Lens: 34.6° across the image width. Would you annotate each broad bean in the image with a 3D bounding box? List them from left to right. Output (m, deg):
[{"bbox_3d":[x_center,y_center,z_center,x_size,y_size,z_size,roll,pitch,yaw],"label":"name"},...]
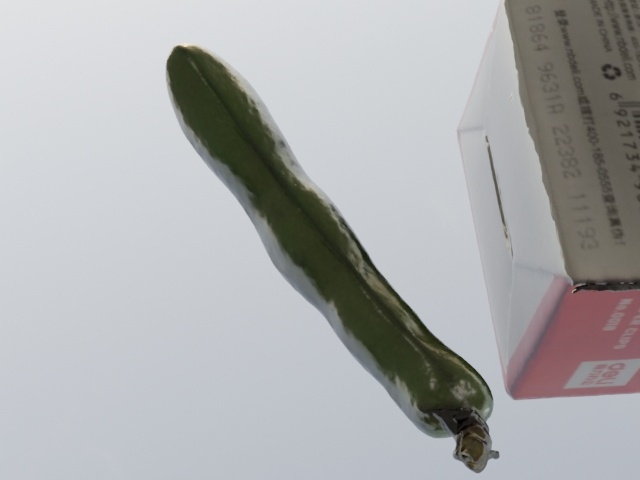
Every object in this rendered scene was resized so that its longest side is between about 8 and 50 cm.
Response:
[{"bbox_3d":[0.001,0.003,0.421,0.039,0.069,0.227,-36,-118,-7],"label":"broad bean"}]

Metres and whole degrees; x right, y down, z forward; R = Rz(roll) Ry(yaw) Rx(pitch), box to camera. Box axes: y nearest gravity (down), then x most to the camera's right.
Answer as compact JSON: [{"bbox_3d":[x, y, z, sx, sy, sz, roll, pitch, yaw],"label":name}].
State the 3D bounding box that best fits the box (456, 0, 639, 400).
[{"bbox_3d":[0.138,-0.023,0.520,0.099,0.133,0.182,-3,-122,-5],"label":"box"}]
